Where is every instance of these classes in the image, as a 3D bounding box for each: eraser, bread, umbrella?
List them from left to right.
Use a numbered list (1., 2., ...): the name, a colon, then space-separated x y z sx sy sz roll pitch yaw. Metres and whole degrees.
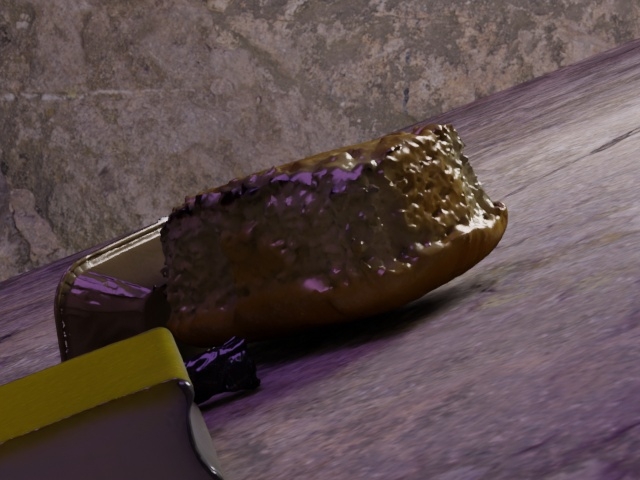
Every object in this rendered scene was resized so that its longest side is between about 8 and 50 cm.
1. eraser: -0.136 0.111 0.835 0.158 0.069 0.226 -23 6 -6
2. umbrella: -0.108 0.098 1.001 0.143 0.040 0.037 -17 -1 0
3. bread: 0.000 0.000 1.114 0.245 0.121 0.174 -18 -1 43

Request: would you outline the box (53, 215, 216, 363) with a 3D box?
1. box: -0.128 0.047 1.222 0.111 0.111 0.177 -16 7 37
